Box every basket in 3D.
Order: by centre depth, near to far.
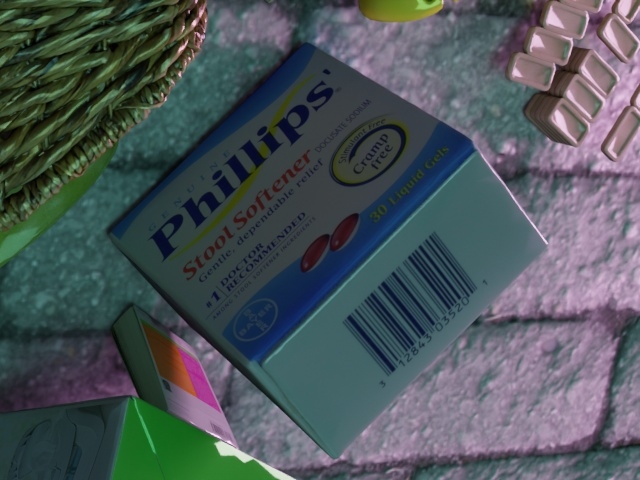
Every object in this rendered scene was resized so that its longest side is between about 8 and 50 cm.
[{"bbox_3d":[-0.201,-0.169,1.365,0.213,0.299,0.223,-12,116,-21],"label":"basket"}]

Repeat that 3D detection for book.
[{"bbox_3d":[-0.132,0.133,1.642,0.035,0.144,0.096,-45,129,13],"label":"book"}]

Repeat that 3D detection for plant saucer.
[{"bbox_3d":[-0.271,-0.026,1.475,0.241,0.241,0.037,-39,84,-11],"label":"plant saucer"}]

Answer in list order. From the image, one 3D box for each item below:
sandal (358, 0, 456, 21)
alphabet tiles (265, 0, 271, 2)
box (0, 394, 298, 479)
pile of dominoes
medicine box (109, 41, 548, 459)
[{"bbox_3d":[0.160,-0.324,1.631,0.317,0.126,0.138,-31,119,-15],"label":"sandal"},{"bbox_3d":[-0.039,-0.329,1.524,0.237,0.009,0.198,40,87,-15],"label":"alphabet tiles"},{"bbox_3d":[-0.168,0.245,1.603,0.262,0.231,0.127,34,57,-41],"label":"box"},{"bbox_3d":[0.294,-0.220,1.827,0.196,0.040,0.251,38,81,-37],"label":"pile of dominoes"},{"bbox_3d":[0.000,0.000,1.573,0.263,0.289,0.149,-45,129,-7],"label":"medicine box"}]
